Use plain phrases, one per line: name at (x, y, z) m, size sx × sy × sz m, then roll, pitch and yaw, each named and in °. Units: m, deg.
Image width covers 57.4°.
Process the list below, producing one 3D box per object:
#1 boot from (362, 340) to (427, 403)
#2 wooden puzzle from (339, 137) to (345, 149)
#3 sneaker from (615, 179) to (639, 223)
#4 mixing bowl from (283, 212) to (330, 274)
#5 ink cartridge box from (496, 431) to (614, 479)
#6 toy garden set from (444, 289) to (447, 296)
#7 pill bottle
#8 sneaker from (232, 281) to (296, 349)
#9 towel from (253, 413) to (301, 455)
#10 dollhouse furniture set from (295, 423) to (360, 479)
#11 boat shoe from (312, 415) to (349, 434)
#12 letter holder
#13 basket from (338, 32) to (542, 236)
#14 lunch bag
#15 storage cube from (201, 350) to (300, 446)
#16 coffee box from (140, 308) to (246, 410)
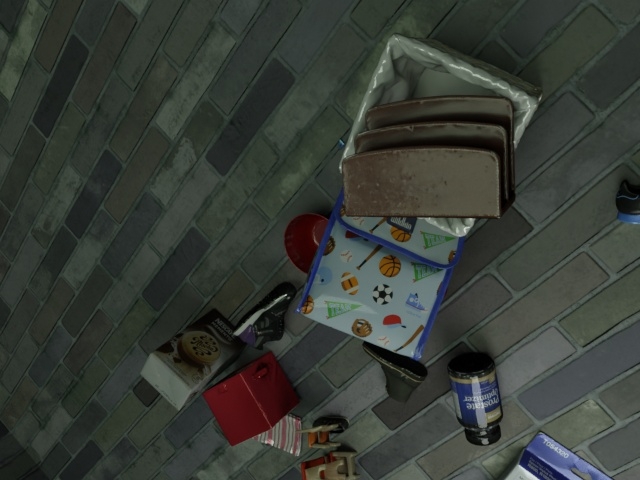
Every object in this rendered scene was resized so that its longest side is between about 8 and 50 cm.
boot at (0.189, 0.378, 1.672) m, size 0.198 × 0.077 × 0.137 m, roll 32°, pitch 124°, yaw 15°
wooden puzzle at (0.098, -0.227, 1.541) m, size 0.116 × 0.014 × 0.078 m, roll 16°, pitch 113°, yaw 22°
sneaker at (0.744, -0.082, 1.218) m, size 0.232 × 0.081 × 0.090 m, roll 2°, pitch 115°, yaw 28°
mixing bowl at (0.000, 0.000, 1.620) m, size 0.181 × 0.098 × 0.181 m, roll 9°, pitch 110°, yaw 25°
ink cartridge box at (0.634, 0.726, 1.563) m, size 0.324 × 0.071 × 0.330 m, roll 33°, pitch 120°, yaw 14°
toy garden set at (0.223, 0.190, 1.599) m, size 0.204 × 0.049 × 0.244 m, roll 18°, pitch 114°, yaw 21°
pill bottle at (0.411, 0.418, 1.539) m, size 0.123 × 0.123 × 0.219 m, roll -7°, pitch 104°, yaw 29°
sneaker at (-0.141, 0.236, 1.789) m, size 0.124 × 0.107 × 0.283 m, roll 43°, pitch 126°, yaw -9°
towel at (-0.154, 0.630, 1.957) m, size 0.197 × 0.029 × 0.144 m, roll 11°, pitch 111°, yaw 24°
dollhouse furniture set at (0.008, 0.693, 1.752) m, size 0.135 × 0.259 × 0.262 m, roll -16°, pitch 70°, yaw 23°
boat shoe at (0.026, 0.584, 1.843) m, size 0.133 × 0.042 × 0.049 m, roll -14°, pitch 103°, yaw 32°
letter holder at (0.204, -0.163, 1.121) m, size 0.302 × 0.152 × 0.214 m, roll 2°, pitch 107°, yaw 28°
basket at (0.271, -0.242, 1.299) m, size 0.328 × 0.266 × 0.331 m, roll 30°, pitch 118°, yaw 15°
lunch bag at (0.151, 0.050, 1.426) m, size 0.328 × 0.239 × 0.385 m, roll 23°, pitch 88°, yaw 1°
storage cube at (-0.215, 0.494, 1.837) m, size 0.215 × 0.183 × 0.193 m, roll -31°, pitch 87°, yaw 28°
coffee box at (-0.386, 0.363, 1.827) m, size 0.168 × 0.297 × 0.119 m, roll 40°, pitch 124°, yaw 9°
